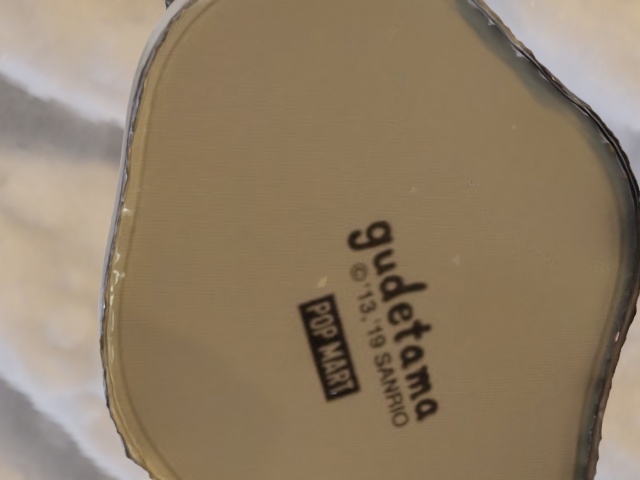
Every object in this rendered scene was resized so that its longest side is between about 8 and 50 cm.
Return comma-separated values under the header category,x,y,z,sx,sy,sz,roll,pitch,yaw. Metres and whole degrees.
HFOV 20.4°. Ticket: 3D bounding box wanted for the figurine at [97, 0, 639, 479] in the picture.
category,x,y,z,sx,sy,sz,roll,pitch,yaw
figurine,0.000,0.000,0.581,0.166,0.141,0.250,-11,119,-13
